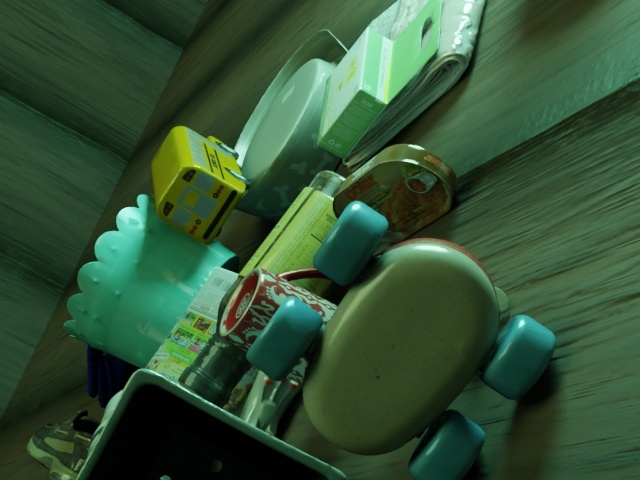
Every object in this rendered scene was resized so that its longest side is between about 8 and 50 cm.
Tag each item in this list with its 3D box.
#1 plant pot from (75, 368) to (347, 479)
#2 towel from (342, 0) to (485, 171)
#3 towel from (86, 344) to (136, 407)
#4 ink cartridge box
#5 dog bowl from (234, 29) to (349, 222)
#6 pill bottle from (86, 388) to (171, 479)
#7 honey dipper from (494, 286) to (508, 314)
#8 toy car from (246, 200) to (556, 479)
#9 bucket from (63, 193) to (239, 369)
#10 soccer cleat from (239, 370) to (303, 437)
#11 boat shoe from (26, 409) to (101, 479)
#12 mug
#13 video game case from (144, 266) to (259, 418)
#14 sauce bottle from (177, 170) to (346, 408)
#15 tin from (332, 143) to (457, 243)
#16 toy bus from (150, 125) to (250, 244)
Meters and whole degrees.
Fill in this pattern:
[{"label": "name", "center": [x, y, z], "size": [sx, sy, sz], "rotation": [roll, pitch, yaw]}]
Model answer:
[{"label": "plant pot", "center": [-0.142, 0.301, 1.287], "size": [0.247, 0.247, 0.252], "rotation": [-62, 1, -7]}, {"label": "towel", "center": [0.145, -0.302, 1.756], "size": [0.317, 0.053, 0.331], "rotation": [-39, 28, 47]}, {"label": "towel", "center": [-0.396, 0.155, 2.318], "size": [0.227, 0.076, 0.308], "rotation": [93, -172, -47]}, {"label": "ink cartridge box", "center": [0.083, -0.251, 1.679], "size": [0.235, 0.056, 0.171], "rotation": [-50, 21, 38]}, {"label": "dog bowl", "center": [-0.039, -0.185, 1.989], "size": [0.348, 0.102, 0.348], "rotation": [-50, 20, 26]}, {"label": "pill bottle", "center": [-0.253, 0.339, 1.639], "size": [0.161, 0.161, 0.283], "rotation": [-52, 19, 22]}, {"label": "honey dipper", "center": [0.135, 0.091, 1.198], "size": [0.161, 0.030, 0.030], "rotation": [-42, 25, 52]}, {"label": "toy car", "center": [0.080, 0.082, 1.117], "size": [0.210, 0.219, 0.238], "rotation": [-56, 0, 12]}, {"label": "bucket", "center": [-0.271, 0.083, 1.928], "size": [0.281, 0.183, 0.281], "rotation": [-58, -8, -13]}, {"label": "soccer cleat", "center": [-0.063, 0.197, 1.509], "size": [0.196, 0.068, 0.076], "rotation": [-65, 15, -6]}, {"label": "boat shoe", "center": [-0.440, 0.393, 2.165], "size": [0.130, 0.132, 0.355], "rotation": [-53, 25, -12]}, {"label": "mug", "center": [-0.024, 0.101, 1.378], "size": [0.113, 0.169, 0.150], "rotation": [-52, 20, 26]}, {"label": "video game case", "center": [-0.131, 0.148, 1.642], "size": [0.227, 0.026, 0.206], "rotation": [17, 67, 46]}, {"label": "sauce bottle", "center": [-0.060, 0.068, 1.549], "size": [0.344, 0.111, 0.111], "rotation": [-52, 16, -11]}, {"label": "tin", "center": [0.089, -0.056, 1.424], "size": [0.190, 0.106, 0.040], "rotation": [-34, 31, 53]}, {"label": "toy bus", "center": [-0.203, -0.100, 1.918], "size": [0.108, 0.130, 0.332], "rotation": [-57, 18, 10]}]
